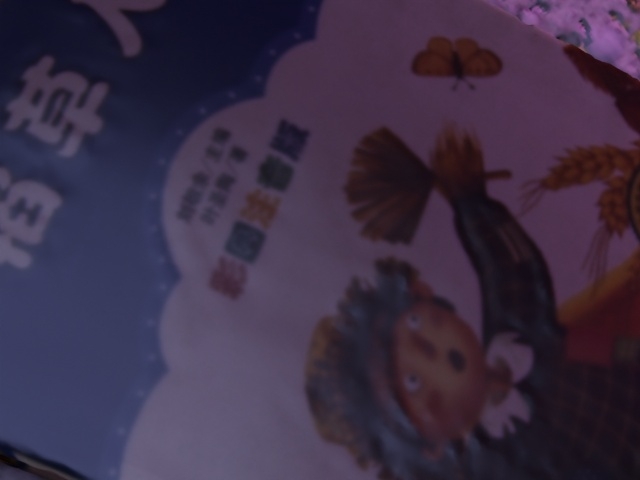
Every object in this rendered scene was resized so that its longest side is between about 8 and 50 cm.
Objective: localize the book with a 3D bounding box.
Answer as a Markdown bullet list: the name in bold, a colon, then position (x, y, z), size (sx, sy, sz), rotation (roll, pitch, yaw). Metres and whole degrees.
- **book**: position (0.000, 0.000, 0.608), size (0.428, 0.039, 0.300), rotation (25, 67, -7)
